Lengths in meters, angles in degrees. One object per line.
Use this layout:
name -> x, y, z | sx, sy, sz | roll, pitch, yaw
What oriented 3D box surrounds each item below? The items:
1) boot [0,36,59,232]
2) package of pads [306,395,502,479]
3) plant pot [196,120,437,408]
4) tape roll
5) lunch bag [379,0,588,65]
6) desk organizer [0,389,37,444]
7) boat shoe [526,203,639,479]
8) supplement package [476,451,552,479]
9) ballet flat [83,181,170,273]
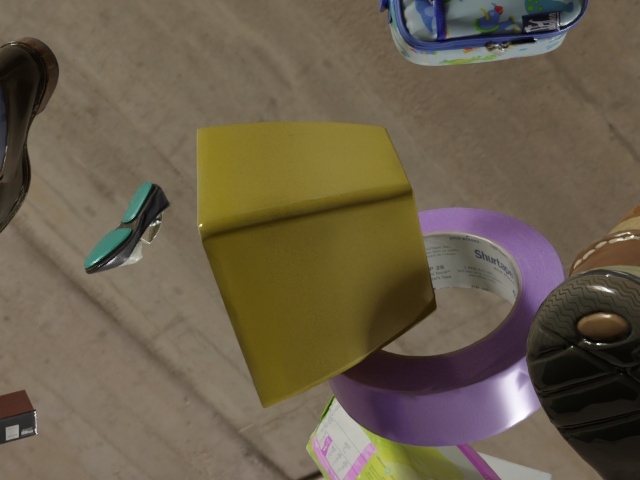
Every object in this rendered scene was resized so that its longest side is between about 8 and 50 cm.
boot -> -0.315, -0.077, 0.822 | 0.082, 0.219, 0.106 | 25, -156, 1
package of pads -> 0.132, 0.313, 1.095 | 0.229, 0.101, 0.296 | 24, -169, -32
plant pot -> 0.000, 0.000, 0.879 | 0.212, 0.187, 0.212 | -102, -4, -58
tape roll -> 0.128, 0.085, 0.973 | 0.275, 0.275, 0.090 | -71, -29, -46
lunch bag -> 0.136, -0.269, 0.801 | 0.090, 0.176, 0.219 | 36, -130, -86
desk organizer -> -0.459, 0.250, 1.230 | 0.130, 0.047, 0.050 | -11, -145, -30
boat shoe -> 0.221, 0.119, 0.483 | 0.120, 0.123, 0.324 | -52, -56, -39
supplement package -> 0.197, 0.429, 1.392 | 0.198, 0.263, 0.199 | 70, -143, -67
ballet flat -> -0.310, -0.007, 1.490 | 0.074, 0.074, 0.203 | 41, -125, -18
